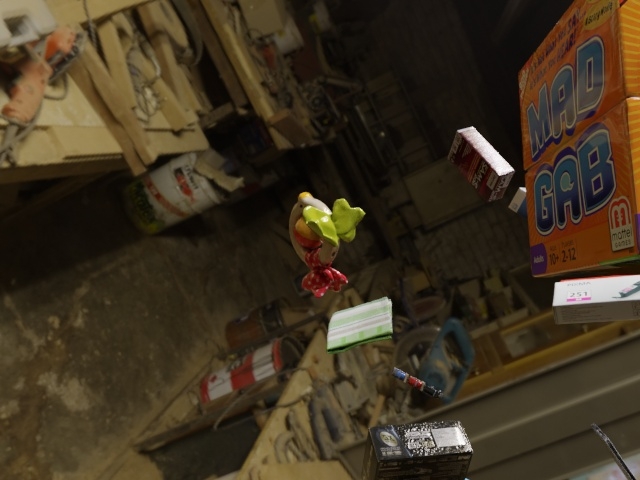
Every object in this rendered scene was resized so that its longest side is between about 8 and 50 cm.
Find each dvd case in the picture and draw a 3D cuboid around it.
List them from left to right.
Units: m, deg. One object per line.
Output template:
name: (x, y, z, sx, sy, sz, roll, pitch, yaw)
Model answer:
dvd case: (0.892, 0.662, 1.779, 0.221, 0.018, 0.164, 57, 8, 7)

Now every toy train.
toy train: (0.251, 0.379, 1.594, 0.158, 0.027, 0.036, 21, 0, 39)

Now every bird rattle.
bird rattle: (0.000, 0.000, 1.423, 0.207, 0.143, 0.253, 48, -36, 35)

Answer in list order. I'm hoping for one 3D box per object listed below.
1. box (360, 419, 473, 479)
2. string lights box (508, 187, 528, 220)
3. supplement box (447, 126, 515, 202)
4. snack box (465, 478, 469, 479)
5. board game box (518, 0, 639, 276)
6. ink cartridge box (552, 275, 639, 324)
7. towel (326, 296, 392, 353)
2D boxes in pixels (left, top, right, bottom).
box: (0.177, 0.421, 1.125, 0.077, 0.180, 0.147, -106, -164, -57)
string lights box: (0.720, -0.065, 1.824, 0.133, 0.077, 0.260, -2, 35, -43)
supplement box: (0.540, -0.259, 2.036, 0.239, 0.073, 0.130, 57, -26, 33)
snack box: (0.228, 0.644, 1.245, 0.060, 0.187, 0.322, 25, 20, 14)
board game box: (0.514, -0.140, 0.829, 0.356, 0.356, 0.356, 81, 8, -83)
ink cartridge box: (0.721, 0.116, 1.470, 0.239, 0.275, 0.060, -48, 125, -57)
towel: (0.067, 0.144, 1.003, 0.152, 0.113, 0.023, -72, 143, -74)
